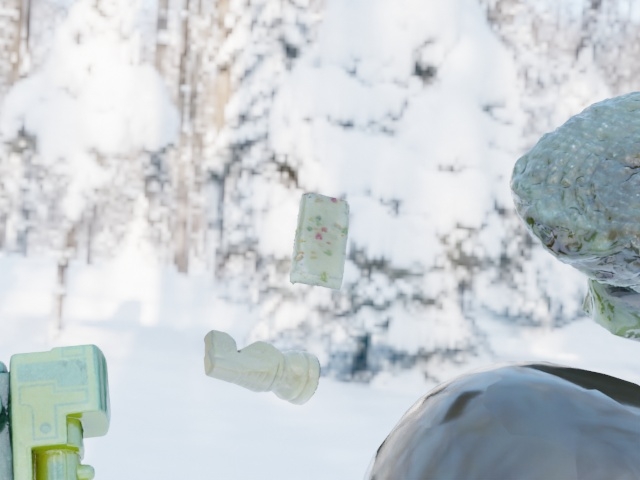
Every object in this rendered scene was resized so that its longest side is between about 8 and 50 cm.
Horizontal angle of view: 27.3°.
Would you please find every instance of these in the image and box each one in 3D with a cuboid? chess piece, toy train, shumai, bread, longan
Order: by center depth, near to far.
[{"bbox_3d":[0.190,0.296,1.103,0.336,0.404,0.405,10,-5,-40],"label":"longan"},{"bbox_3d":[0.418,-0.012,1.639,0.304,0.263,0.309,-28,41,-3],"label":"shumai"},{"bbox_3d":[0.000,0.000,1.683,0.068,0.153,0.028,11,-45,-3],"label":"bread"},{"bbox_3d":[-0.406,0.333,1.839,0.237,0.368,0.150,-5,-28,-7],"label":"toy train"},{"bbox_3d":[-0.103,0.205,2.148,0.200,0.090,0.090,19,-10,-33],"label":"chess piece"}]
